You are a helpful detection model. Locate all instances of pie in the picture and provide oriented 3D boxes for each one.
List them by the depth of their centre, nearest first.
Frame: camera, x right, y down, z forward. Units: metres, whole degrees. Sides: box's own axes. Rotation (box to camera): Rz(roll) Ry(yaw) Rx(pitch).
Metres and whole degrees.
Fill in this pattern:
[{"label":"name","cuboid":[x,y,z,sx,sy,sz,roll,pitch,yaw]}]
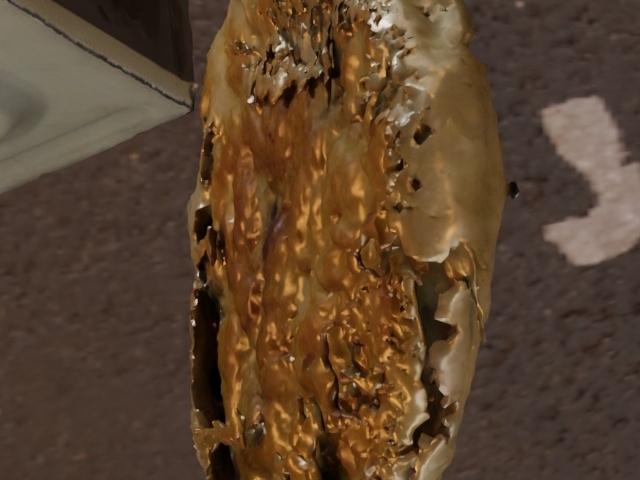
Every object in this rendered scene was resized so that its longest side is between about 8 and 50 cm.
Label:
[{"label":"pie","cuboid":[0.000,0.000,0.769,0.274,0.055,0.274,-176,90,-68]}]

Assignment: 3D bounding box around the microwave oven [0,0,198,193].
[{"label":"microwave oven","cuboid":[-0.188,-0.172,0.488,0.286,0.218,0.355,-20,64,25]}]
